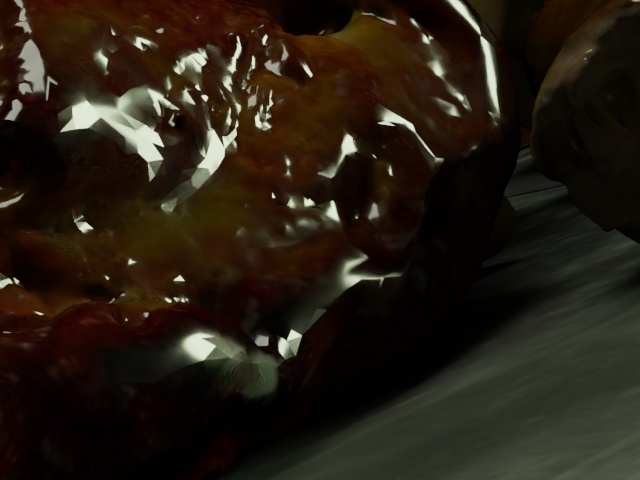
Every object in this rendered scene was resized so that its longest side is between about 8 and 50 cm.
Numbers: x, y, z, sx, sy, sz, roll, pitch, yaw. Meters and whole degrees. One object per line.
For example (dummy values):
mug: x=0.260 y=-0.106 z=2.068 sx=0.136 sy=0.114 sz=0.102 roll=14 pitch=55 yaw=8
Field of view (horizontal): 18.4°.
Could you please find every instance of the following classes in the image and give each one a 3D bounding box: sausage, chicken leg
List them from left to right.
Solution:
chicken leg: x=-0.022 y=-0.043 z=0.525 sx=0.096 sy=0.158 sz=0.407 roll=-34 pitch=13 yaw=40
sausage: x=0.113 y=-0.054 z=0.609 sx=0.102 sy=0.076 sz=0.302 roll=-19 pitch=6 yaw=8

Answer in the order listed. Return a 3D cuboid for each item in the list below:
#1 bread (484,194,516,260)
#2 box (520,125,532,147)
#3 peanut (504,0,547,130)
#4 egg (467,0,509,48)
bread: x=0.001 y=-0.001 z=0.606 sx=0.103 sy=0.049 sz=0.062 roll=-21 pitch=39 yaw=-29
box: x=0.076 y=-0.116 z=1.017 sx=0.237 sy=0.070 sz=0.152 roll=-23 pitch=46 yaw=-16
peanut: x=0.131 y=-0.152 z=0.786 sx=0.159 sy=0.143 sz=0.291 roll=-15 pitch=-26 yaw=-31
egg: x=-0.049 y=-0.071 z=0.710 sx=0.201 sy=0.201 sz=0.244 roll=-14 pitch=9 yaw=46
